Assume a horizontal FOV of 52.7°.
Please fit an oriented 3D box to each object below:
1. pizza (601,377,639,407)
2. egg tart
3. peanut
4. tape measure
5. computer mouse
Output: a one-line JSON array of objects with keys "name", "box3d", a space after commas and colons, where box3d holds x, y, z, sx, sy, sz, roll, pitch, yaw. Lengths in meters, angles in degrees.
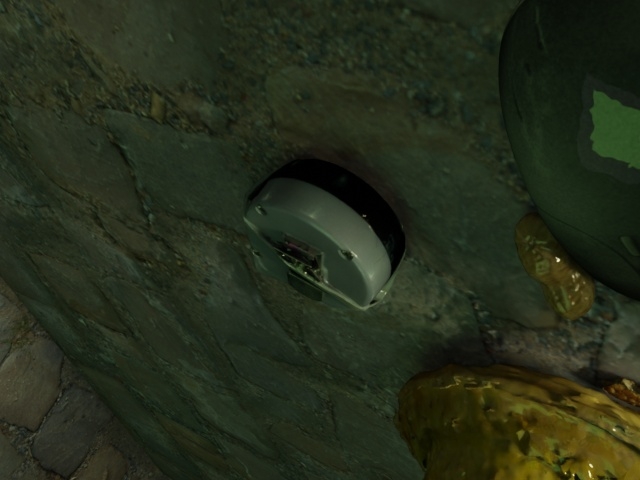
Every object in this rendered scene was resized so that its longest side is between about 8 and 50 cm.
[{"name": "pizza", "box3d": [0.332, 0.160, 0.669, 0.083, 0.016, 0.037, 12, 144, 42]}, {"name": "egg tart", "box3d": [0.270, 0.325, 0.788, 0.443, 0.178, 0.443, 26, 148, 18]}, {"name": "peanut", "box3d": [0.211, 0.024, 0.580, 0.054, 0.054, 0.113, -12, 119, 52]}, {"name": "tape measure", "box3d": [0.000, -0.003, 0.716, 0.182, 0.107, 0.181, 25, 153, 26]}, {"name": "computer mouse", "box3d": [0.242, -0.016, 0.468, 0.167, 0.090, 0.379, -7, 129, 51]}]
